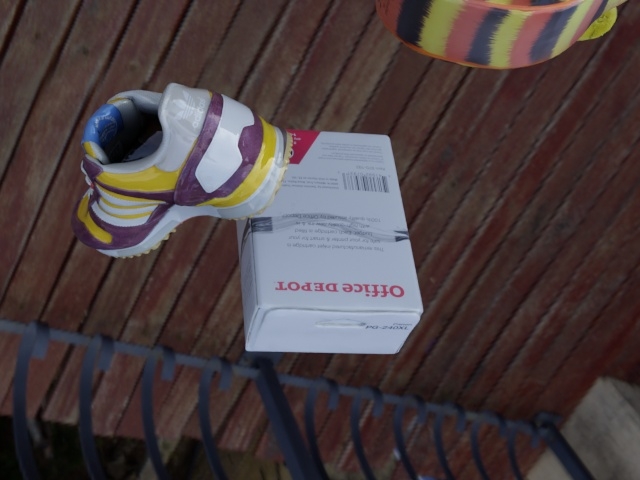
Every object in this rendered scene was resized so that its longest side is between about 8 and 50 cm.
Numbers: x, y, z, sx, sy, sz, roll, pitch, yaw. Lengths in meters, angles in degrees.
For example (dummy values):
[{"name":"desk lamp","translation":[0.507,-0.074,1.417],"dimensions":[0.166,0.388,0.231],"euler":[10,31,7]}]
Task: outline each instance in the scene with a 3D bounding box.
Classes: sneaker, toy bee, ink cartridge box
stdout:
[{"name":"sneaker","translation":[-0.101,-0.042,0.503],"dimensions":[0.084,0.069,0.186],"euler":[30,149,-35]},{"name":"toy bee","translation":[0.176,-0.185,0.469],"dimensions":[0.298,0.162,0.195],"euler":[-52,168,3]},{"name":"ink cartridge box","translation":[0.000,0.000,0.631],"dimensions":[0.109,0.150,0.063],"euler":[3,145,-14]}]
